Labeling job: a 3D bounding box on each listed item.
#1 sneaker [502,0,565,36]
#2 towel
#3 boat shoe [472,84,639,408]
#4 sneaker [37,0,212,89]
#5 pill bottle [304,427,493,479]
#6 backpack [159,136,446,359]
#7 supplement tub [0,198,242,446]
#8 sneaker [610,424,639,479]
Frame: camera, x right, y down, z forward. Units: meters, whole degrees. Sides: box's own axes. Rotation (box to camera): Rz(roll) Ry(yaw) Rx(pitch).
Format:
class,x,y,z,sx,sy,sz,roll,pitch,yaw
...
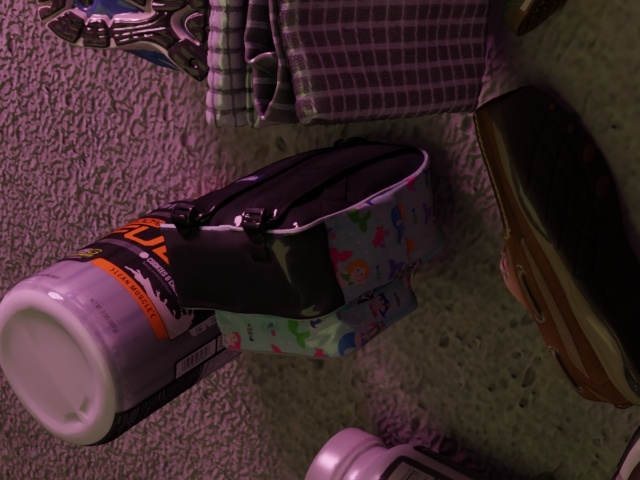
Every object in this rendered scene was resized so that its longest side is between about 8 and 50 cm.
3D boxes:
class,x,y,z,sx,sy,sz,roll,pitch,yaw
sneaker,0.199,-0.271,1.219,0.086,0.064,0.192,52,137,17
towel,0.038,-0.214,1.197,0.121,0.284,0.235,15,108,39
boat shoe,0.220,0.019,1.322,0.120,0.123,0.324,-20,98,49
sneaker,-0.122,-0.230,1.492,0.330,0.147,0.129,20,103,12
pill bottle,0.123,0.318,1.546,0.278,0.162,0.162,23,127,32
backpack,0.000,0.000,1.410,0.225,0.253,0.191,1,118,40
supplement tub,-0.184,0.075,1.567,0.194,0.316,0.193,20,125,32
sneaker,0.345,0.299,1.382,0.163,0.106,0.281,31,130,21
